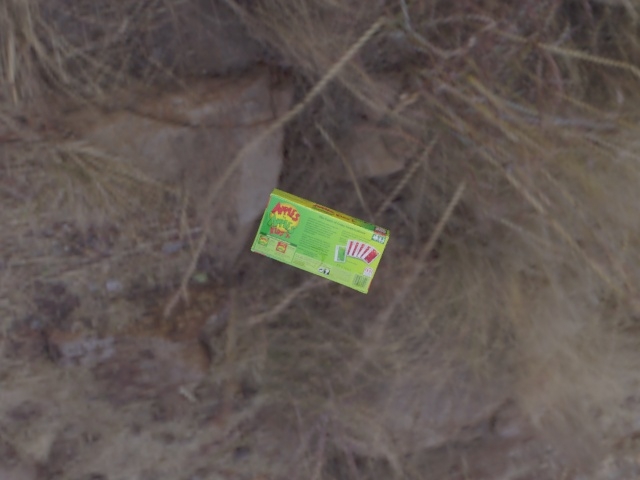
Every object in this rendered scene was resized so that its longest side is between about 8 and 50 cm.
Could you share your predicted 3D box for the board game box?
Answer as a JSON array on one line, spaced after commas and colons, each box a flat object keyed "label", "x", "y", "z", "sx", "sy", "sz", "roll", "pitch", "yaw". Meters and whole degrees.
[{"label": "board game box", "x": 0.000, "y": 0.000, "z": 1.692, "sx": 0.181, "sy": 0.043, "sz": 0.092, "roll": 20, "pitch": 104, "yaw": 0}]
